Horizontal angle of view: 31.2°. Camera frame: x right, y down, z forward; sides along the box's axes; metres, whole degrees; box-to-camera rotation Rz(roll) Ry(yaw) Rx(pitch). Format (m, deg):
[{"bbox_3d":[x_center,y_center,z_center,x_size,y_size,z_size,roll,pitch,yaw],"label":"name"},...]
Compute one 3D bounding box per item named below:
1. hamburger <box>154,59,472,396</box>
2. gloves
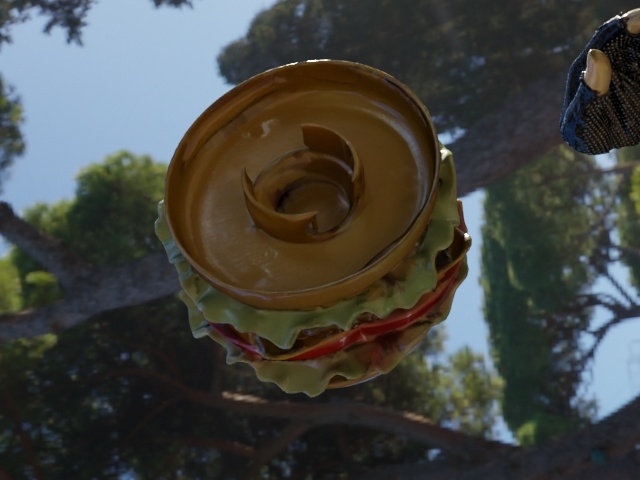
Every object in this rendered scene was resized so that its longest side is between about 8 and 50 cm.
[{"bbox_3d":[0.000,0.000,1.015,0.212,0.275,0.274,72,-154,-55],"label":"hamburger"},{"bbox_3d":[0.318,-0.180,1.190,0.106,0.129,0.180,-93,15,-46],"label":"gloves"}]
